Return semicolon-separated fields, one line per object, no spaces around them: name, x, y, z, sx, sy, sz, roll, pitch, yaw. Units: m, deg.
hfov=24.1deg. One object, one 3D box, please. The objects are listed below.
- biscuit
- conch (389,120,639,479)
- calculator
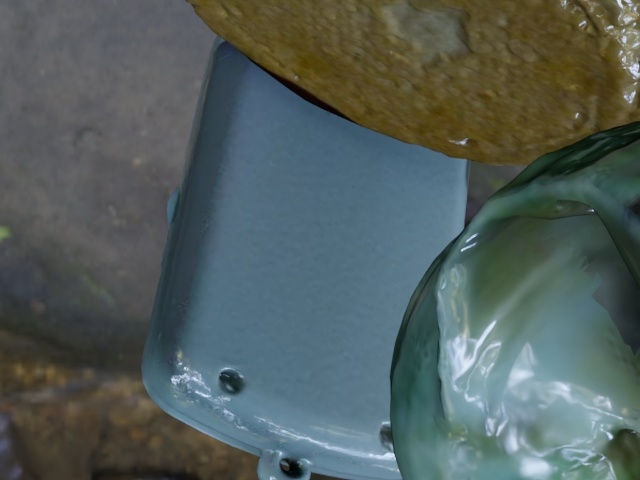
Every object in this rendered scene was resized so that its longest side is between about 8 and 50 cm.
biscuit;0.031;-0.102;0.573;0.226;0.042;0.226;23;158;10
conch;0.092;0.034;0.398;0.176;0.122;0.188;33;151;-27
calculator;0.000;0.000;0.681;0.141;0.246;0.045;20;147;-19
